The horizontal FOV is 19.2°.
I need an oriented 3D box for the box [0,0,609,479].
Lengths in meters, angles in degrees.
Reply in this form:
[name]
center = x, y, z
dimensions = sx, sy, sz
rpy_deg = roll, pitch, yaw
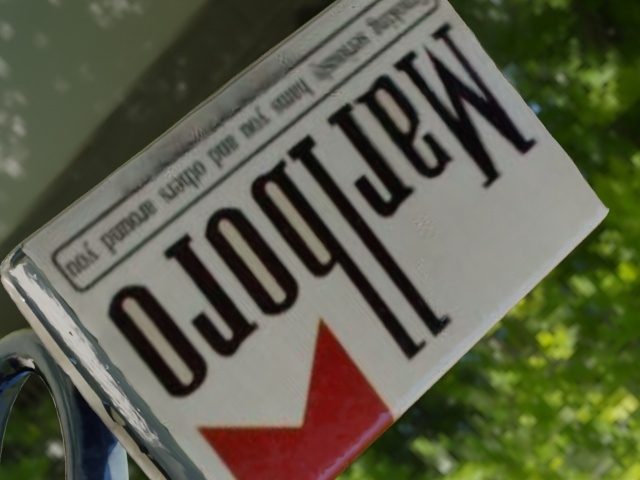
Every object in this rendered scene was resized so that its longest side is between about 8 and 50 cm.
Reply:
[box]
center = 0.000, 0.000, 0.596
dimensions = 0.177, 0.115, 0.036
rpy_deg = -40, -173, -30

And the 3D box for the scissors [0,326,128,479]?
[scissors]
center = -0.098, 0.240, 0.631
dimensions = 0.256, 0.029, 0.383
rpy_deg = 39, -65, 43
